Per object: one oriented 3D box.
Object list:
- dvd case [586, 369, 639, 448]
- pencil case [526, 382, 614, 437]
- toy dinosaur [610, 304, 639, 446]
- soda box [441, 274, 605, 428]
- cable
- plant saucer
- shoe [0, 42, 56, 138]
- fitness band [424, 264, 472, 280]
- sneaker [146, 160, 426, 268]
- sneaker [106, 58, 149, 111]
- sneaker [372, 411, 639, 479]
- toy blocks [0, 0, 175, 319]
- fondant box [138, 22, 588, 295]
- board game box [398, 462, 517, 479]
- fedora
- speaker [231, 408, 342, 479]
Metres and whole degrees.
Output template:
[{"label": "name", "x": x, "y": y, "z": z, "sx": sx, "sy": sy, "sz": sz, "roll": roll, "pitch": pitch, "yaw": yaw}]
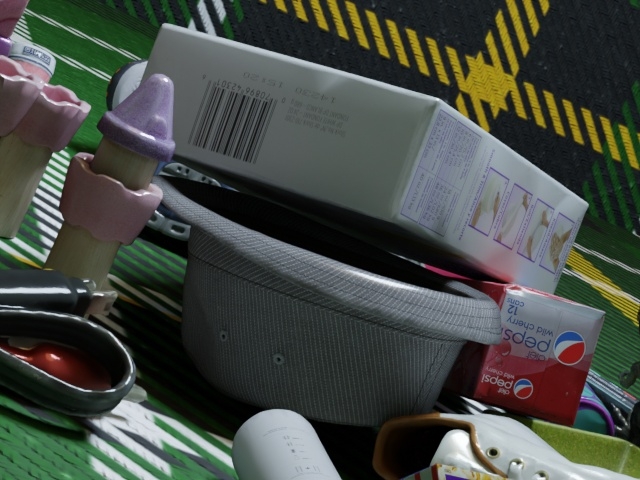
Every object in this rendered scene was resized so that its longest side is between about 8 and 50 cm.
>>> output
[{"label": "dvd case", "x": 0.260, "y": 0.154, "z": 1.677, "sx": 0.119, "sy": 0.013, "sz": 0.087, "roll": 36, "pitch": -22, "yaw": 41}, {"label": "pencil case", "x": 0.203, "y": 0.141, "z": 1.587, "sx": 0.152, "sy": 0.064, "sz": 0.070, "roll": -113, "pitch": 178, "yaw": -74}, {"label": "toy dinosaur", "x": 0.288, "y": 0.165, "z": 1.527, "sx": 0.064, "sy": 0.268, "sz": 0.118, "roll": -11, "pitch": -20, "yaw": -16}, {"label": "soda box", "x": 0.131, "y": 0.081, "z": 1.471, "sx": 0.083, "sy": 0.092, "sz": 0.263, "roll": 17, "pitch": -3, "yaw": -12}, {"label": "cable", "x": -0.224, "y": 0.059, "z": 1.078, "sx": 0.287, "sy": 0.072, "sz": 0.139, "roll": 2, "pitch": 39, "yaw": -37}, {"label": "plant saucer", "x": 0.229, "y": 0.201, "z": 1.395, "sx": 0.188, "sy": 0.045, "sz": 0.188, "roll": 16, "pitch": 14, "yaw": -42}, {"label": "shoe", "x": -0.300, "y": -0.121, "z": 1.732, "sx": 0.063, "sy": 0.081, "sz": 0.178, "roll": 24, "pitch": -20, "yaw": -20}, {"label": "fitness band", "x": 0.031, "y": -0.044, "z": 1.810, "sx": 0.291, "sy": 0.054, "sz": 0.209, "roll": 36, "pitch": -1, "yaw": 0}, {"label": "sneaker", "x": -0.035, "y": -0.011, "z": 1.697, "sx": 0.297, "sy": 0.111, "sz": 0.129, "roll": 28, "pitch": -2, "yaw": -3}, {"label": "sneaker", "x": -0.145, "y": -0.120, "z": 1.998, "sx": 0.180, "sy": 0.125, "sz": 0.321, "roll": 29, "pitch": -1, "yaw": 42}, {"label": "sneaker", "x": 0.134, "y": 0.180, "z": 1.146, "sx": 0.123, "sy": 0.106, "sz": 0.290, "roll": 13, "pitch": 4, "yaw": -36}, {"label": "toy blocks", "x": -0.264, "y": -0.126, "z": 1.262, "sx": 0.309, "sy": 0.260, "sz": 0.288, "roll": 21, "pitch": 11, "yaw": -26}, {"label": "fondant box", "x": 0.037, "y": -0.053, "z": 1.438, "sx": 0.238, "sy": 0.096, "sz": 0.330, "roll": 18, "pitch": -2, "yaw": 29}, {"label": "board game box", "x": 0.074, "y": 0.166, "z": 0.933, "sx": 0.193, "sy": 0.146, "sz": 0.045, "roll": 16, "pitch": 56, "yaw": -41}, {"label": "fedora", "x": -0.009, "y": 0.058, "z": 1.316, "sx": 0.275, "sy": 0.124, "sz": 0.243, "roll": 22, "pitch": 6, "yaw": 27}, {"label": "speaker", "x": -0.014, "y": 0.144, "z": 1.064, "sx": 0.055, "sy": 0.055, "sz": 0.136, "roll": 22, "pitch": 10, "yaw": -19}]
